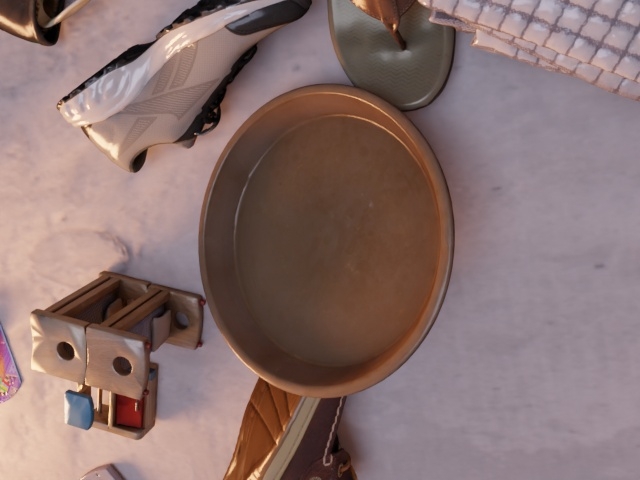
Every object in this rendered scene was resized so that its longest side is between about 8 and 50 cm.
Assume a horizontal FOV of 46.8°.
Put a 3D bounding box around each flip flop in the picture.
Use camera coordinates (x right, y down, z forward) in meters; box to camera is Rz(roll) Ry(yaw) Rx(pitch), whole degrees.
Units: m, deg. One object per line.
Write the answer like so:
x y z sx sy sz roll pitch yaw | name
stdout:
0.050 -0.241 0.598 0.112 0.080 0.276 3 111 18 | flip flop

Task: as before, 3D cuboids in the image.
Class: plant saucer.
0.000 0.000 0.666 0.278 0.041 0.277 -2 87 37 | plant saucer

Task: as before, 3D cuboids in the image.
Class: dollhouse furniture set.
-0.213 0.150 0.791 0.129 0.129 0.183 12 110 14 | dollhouse furniture set

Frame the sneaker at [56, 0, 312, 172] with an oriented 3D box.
-0.115 -0.154 0.686 0.272 0.100 0.108 -25 112 28 | sneaker

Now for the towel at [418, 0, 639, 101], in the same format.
0.229 -0.225 0.505 0.284 0.121 0.234 18 120 2 | towel

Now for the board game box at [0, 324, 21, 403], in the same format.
-0.453 0.139 0.921 0.133 0.033 0.168 -8 104 21 | board game box

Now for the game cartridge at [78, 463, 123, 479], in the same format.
-0.279 0.316 0.932 0.083 0.017 0.056 -37 97 25 | game cartridge

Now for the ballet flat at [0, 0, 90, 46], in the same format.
-0.219 -0.290 0.675 0.096 0.095 0.280 40 126 -8 | ballet flat

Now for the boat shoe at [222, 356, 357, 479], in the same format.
-0.021 0.239 0.780 0.123 0.123 0.341 16 104 -20 | boat shoe
